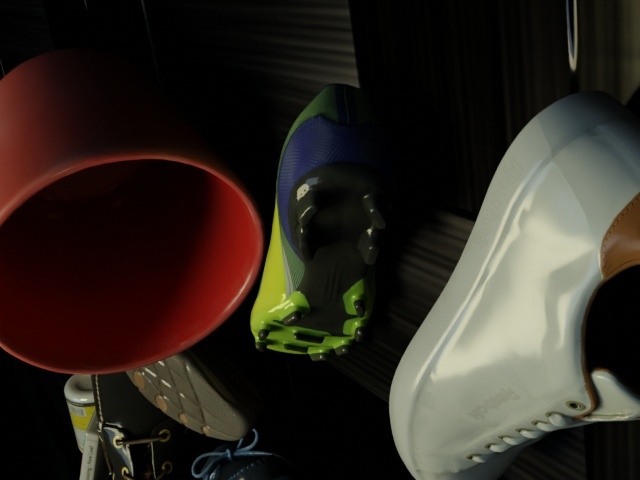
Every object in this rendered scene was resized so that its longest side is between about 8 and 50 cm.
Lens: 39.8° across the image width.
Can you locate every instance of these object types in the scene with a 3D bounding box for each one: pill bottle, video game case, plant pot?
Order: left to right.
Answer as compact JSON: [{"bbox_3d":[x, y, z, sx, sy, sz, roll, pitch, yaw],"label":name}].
[{"bbox_3d":[-0.218,-0.047,0.873,0.274,0.275,0.243,97,152,-42],"label":"plant pot"},{"bbox_3d":[-0.393,0.326,1.592,0.103,0.103,0.184,32,135,50],"label":"pill bottle"},{"bbox_3d":[-0.313,0.282,1.295,0.212,0.023,0.193,-83,7,-60],"label":"video game case"}]

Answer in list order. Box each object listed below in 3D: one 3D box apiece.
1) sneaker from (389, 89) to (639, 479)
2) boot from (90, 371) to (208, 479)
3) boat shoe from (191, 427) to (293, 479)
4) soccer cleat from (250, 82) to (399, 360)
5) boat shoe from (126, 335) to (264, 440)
[{"bbox_3d":[0.118,0.074,0.467,0.123,0.106,0.290,52,147,36],"label":"sneaker"},{"bbox_3d":[-0.219,0.320,1.096,0.284,0.138,0.377,-92,-1,-53],"label":"boot"},{"bbox_3d":[-0.108,0.281,1.033,0.089,0.109,0.258,66,151,15],"label":"boat shoe"},{"bbox_3d":[0.001,0.000,0.687,0.289,0.094,0.121,107,166,-56],"label":"soccer cleat"},{"bbox_3d":[-0.188,0.075,1.017,0.355,0.130,0.132,42,142,8],"label":"boat shoe"}]
